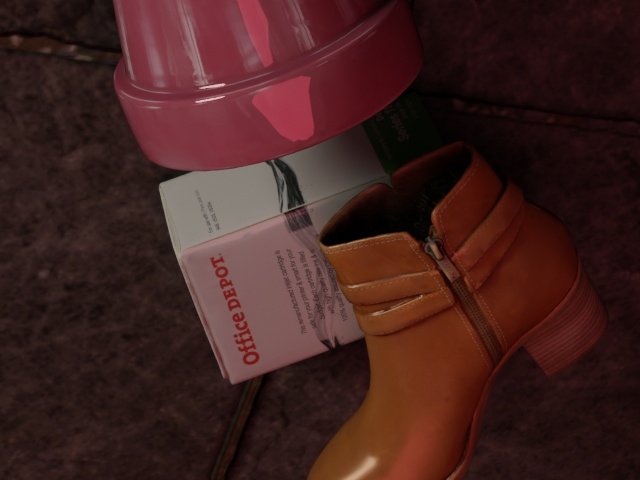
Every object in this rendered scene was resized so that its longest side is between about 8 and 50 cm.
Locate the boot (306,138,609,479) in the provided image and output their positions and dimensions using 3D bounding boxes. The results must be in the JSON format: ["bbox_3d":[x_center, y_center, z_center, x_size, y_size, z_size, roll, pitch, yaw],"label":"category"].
[{"bbox_3d":[0.060,0.072,1.409,0.283,0.109,0.220,-36,133,8],"label":"boot"}]

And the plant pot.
[{"bbox_3d":[-0.053,-0.168,1.251,0.201,0.201,0.180,-21,116,-1],"label":"plant pot"}]

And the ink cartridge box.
[{"bbox_3d":[0.000,0.000,1.464,0.208,0.087,0.153,-20,132,-3],"label":"ink cartridge box"}]
